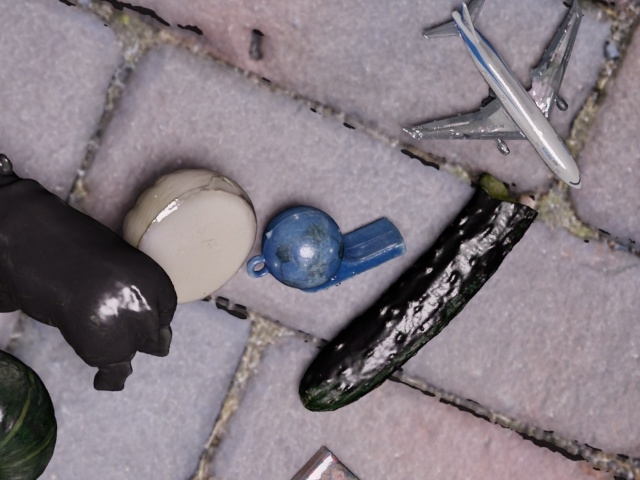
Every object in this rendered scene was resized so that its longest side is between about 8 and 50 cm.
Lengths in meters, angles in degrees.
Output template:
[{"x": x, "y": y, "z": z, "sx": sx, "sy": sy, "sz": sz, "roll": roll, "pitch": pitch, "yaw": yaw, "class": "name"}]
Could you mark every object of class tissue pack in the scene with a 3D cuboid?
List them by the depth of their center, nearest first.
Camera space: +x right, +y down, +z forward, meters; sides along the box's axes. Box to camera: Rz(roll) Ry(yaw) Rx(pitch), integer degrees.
[{"x": -0.001, "y": 0.260, "z": 1.448, "sx": 0.083, "sy": 0.035, "sz": 0.063, "roll": -46, "pitch": 101, "yaw": -6, "class": "tissue pack"}]

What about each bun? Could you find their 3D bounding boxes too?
[{"x": -0.136, "y": -0.014, "z": 1.372, "sx": 0.138, "sy": 0.094, "sz": 0.138, "roll": -20, "pitch": 130, "yaw": -26, "class": "bun"}]

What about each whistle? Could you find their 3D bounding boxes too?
[{"x": 0.000, "y": 0.000, "z": 1.401, "sx": 0.158, "sy": 0.090, "sz": 0.090, "roll": -24, "pitch": 99, "yaw": -8, "class": "whistle"}]

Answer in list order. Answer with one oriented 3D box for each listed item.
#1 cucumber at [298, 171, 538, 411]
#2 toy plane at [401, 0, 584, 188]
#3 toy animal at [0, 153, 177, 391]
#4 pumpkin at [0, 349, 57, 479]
[{"x": 0.097, "y": 0.064, "z": 1.430, "sx": 0.303, "sy": 0.072, "sz": 0.081, "roll": -48, "pitch": 58, "yaw": -4, "class": "cucumber"}, {"x": 0.195, "y": -0.146, "z": 1.439, "sx": 0.226, "sy": 0.058, "sz": 0.226, "roll": -37, "pitch": 104, "yaw": -7, "class": "toy plane"}, {"x": -0.276, "y": -0.007, "z": 1.302, "sx": 0.343, "sy": 0.168, "sz": 0.106, "roll": 43, "pitch": 56, "yaw": 5, "class": "toy animal"}, {"x": -0.330, "y": 0.174, "z": 1.326, "sx": 0.167, "sy": 0.167, "sz": 0.125, "roll": -11, "pitch": 53, "yaw": -10, "class": "pumpkin"}]
